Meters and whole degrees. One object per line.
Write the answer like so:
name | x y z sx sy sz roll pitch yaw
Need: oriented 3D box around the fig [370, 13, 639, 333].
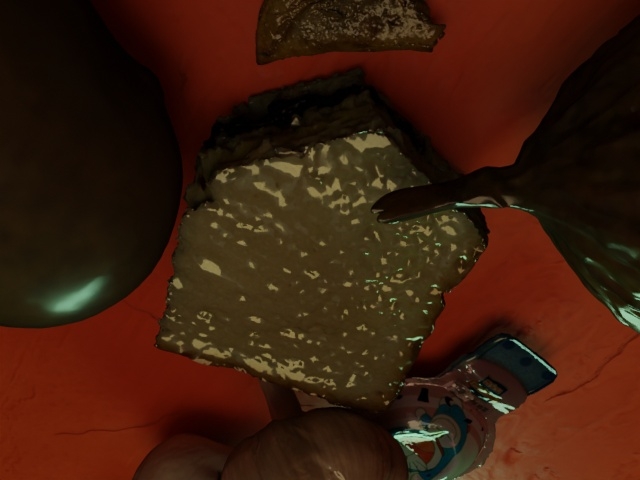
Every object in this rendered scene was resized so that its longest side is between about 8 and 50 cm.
fig | 0.222 -0.036 0.531 0.369 0.286 0.286 -9 124 -5

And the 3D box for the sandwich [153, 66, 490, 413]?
sandwich | 0.000 0.000 0.704 0.262 0.131 0.325 17 128 -4

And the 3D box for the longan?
longan | -0.277 -0.081 0.602 0.288 0.288 0.350 -32 116 26

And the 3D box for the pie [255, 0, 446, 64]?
pie | 0.020 -0.193 0.627 0.170 0.034 0.092 2 127 13

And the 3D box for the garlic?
garlic | -0.021 0.236 0.812 0.219 0.212 0.218 -15 138 -14

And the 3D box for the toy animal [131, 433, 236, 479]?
toy animal | -0.129 0.365 0.918 0.206 0.271 0.265 -36 102 6

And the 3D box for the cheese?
cheese | 0.138 0.205 0.861 0.189 0.074 0.286 37 120 -19
